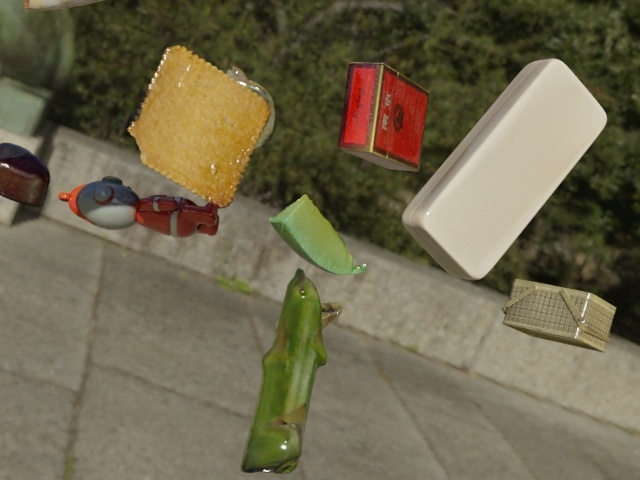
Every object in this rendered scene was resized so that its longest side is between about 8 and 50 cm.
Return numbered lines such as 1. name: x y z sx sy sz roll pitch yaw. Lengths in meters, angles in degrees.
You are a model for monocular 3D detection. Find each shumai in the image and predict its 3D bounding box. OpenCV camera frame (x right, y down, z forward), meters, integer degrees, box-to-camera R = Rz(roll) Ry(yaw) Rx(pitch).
1. shumai: -0.198 -0.298 2.594 0.201 0.201 0.120 23 19 -3

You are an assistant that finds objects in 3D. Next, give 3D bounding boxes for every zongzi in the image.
1. zongzi: 0.009 0.171 2.325 0.076 0.083 0.040 -1 5 -32

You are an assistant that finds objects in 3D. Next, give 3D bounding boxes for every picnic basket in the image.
1. picnic basket: 0.396 0.124 1.867 0.164 0.079 0.115 11 -9 40

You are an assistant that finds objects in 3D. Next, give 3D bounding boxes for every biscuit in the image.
1. biscuit: -0.218 -0.205 2.023 0.237 0.232 0.013 30 -17 -25

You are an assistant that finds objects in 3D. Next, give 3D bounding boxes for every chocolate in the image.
1. chocolate: -0.566 -0.133 2.059 0.148 0.080 0.125 40 17 32

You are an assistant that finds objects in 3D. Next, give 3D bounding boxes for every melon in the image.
1. melon: 0.001 0.000 2.139 0.053 0.114 0.262 -7 -33 39

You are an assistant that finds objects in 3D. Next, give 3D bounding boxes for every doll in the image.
1. doll: -0.380 -0.068 2.351 0.336 0.105 0.200 8 -15 0

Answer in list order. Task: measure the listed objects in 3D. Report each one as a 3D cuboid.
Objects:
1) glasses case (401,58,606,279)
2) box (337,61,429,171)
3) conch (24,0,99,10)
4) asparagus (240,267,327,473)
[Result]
1. glasses case: 0.273 -0.106 1.657 0.144 0.336 0.076 46 -14 -17
2. box: 0.115 -0.212 1.963 0.074 0.153 0.240 11 0 25
3. conch: -0.336 -0.379 1.589 0.104 0.176 0.094 63 19 -16
4. asparagus: -0.042 0.180 1.491 0.085 0.082 0.343 41 37 -26
